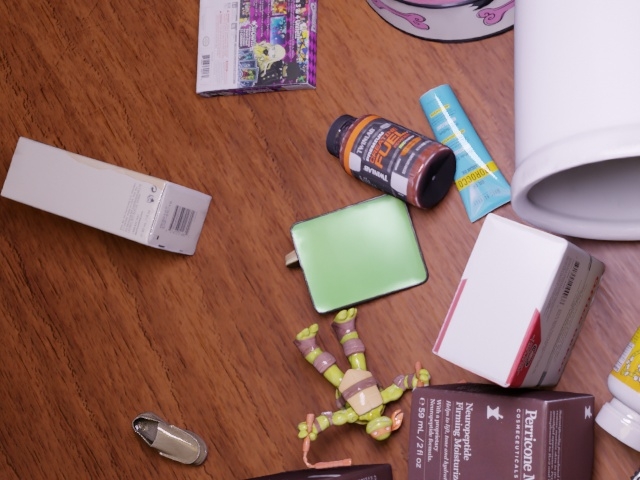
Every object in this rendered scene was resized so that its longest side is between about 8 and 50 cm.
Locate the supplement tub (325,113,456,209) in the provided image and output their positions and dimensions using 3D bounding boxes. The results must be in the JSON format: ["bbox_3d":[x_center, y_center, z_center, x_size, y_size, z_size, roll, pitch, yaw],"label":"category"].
[{"bbox_3d":[0.102,-0.128,1.546,0.198,0.106,0.106,28,95,33],"label":"supplement tub"}]

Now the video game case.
[{"bbox_3d":[-0.107,-0.364,1.703,0.210,0.042,0.232,-2,83,23],"label":"video game case"}]

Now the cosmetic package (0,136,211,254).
[{"bbox_3d":[-0.362,-0.075,1.713,0.310,0.160,0.113,18,90,22],"label":"cosmetic package"}]

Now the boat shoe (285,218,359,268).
[{"bbox_3d":[0.000,0.000,1.614,0.135,0.050,0.045,-27,70,7],"label":"boat shoe"}]

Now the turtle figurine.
[{"bbox_3d":[0.066,0.216,1.539,0.270,0.087,0.217,-27,69,-5],"label":"turtle figurine"}]

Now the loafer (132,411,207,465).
[{"bbox_3d":[-0.256,0.332,1.676,0.148,0.050,0.056,20,92,24],"label":"loafer"}]

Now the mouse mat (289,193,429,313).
[{"bbox_3d":[0.060,0.019,1.574,0.190,0.007,0.152,-17,88,9],"label":"mouse mat"}]

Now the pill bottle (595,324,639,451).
[{"bbox_3d":[0.462,0.178,1.360,0.118,0.117,0.208,33,97,23],"label":"pill bottle"}]

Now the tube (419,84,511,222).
[{"bbox_3d":[0.219,-0.137,1.542,0.080,0.052,0.207,-31,78,28],"label":"tube"}]

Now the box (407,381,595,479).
[{"bbox_3d":[0.248,0.288,1.385,0.203,0.167,0.168,0,85,36],"label":"box"}]

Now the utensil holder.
[{"bbox_3d":[0.410,-0.229,1.298,0.328,0.327,0.385,-4,72,22],"label":"utensil holder"}]

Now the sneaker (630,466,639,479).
[{"bbox_3d":[0.478,0.314,1.363,0.073,0.063,0.162,41,85,9],"label":"sneaker"}]

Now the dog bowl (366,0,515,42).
[{"bbox_3d":[0.205,-0.519,1.535,0.408,0.150,0.407,-3,82,22],"label":"dog bowl"}]

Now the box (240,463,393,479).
[{"bbox_3d":[-0.039,0.395,1.400,0.191,0.381,0.143,-9,78,21],"label":"box"}]

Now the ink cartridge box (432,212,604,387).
[{"bbox_3d":[0.277,0.089,1.366,0.114,0.273,0.197,23,93,27],"label":"ink cartridge box"}]
